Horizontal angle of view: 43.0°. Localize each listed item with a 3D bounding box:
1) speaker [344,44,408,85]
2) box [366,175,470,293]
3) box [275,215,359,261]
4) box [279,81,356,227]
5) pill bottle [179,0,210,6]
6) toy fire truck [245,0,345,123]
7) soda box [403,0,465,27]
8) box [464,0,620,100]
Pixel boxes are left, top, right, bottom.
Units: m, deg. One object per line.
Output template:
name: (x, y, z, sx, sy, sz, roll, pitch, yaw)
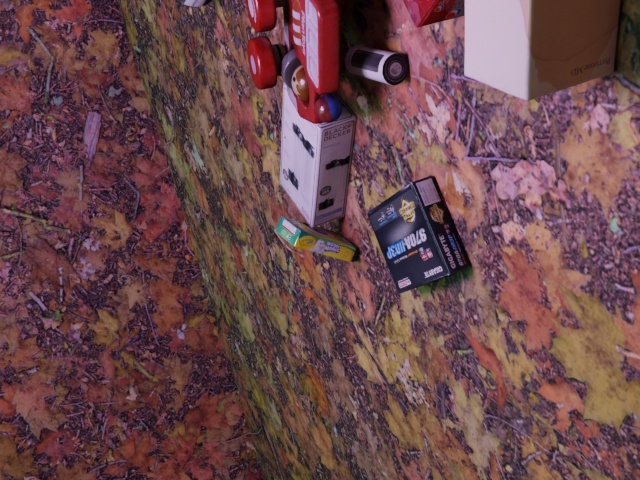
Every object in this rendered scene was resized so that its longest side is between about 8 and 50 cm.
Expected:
speaker: (0.097, -0.309, 1.425, 0.136, 0.055, 0.055, 35, 140, 57)
box: (0.175, -0.005, 1.501, 0.175, 0.051, 0.220, 68, 158, 5)
box: (0.000, 0.000, 1.809, 0.105, 0.179, 0.043, 37, 106, 55)
box: (-0.011, -0.190, 1.745, 0.169, 0.087, 0.290, 54, 154, 36)
pill bottle: (-0.279, -0.656, 1.931, 0.245, 0.130, 0.131, -10, 99, 69)
toy fire truck: (-0.026, -0.344, 1.478, 0.302, 0.169, 0.254, 91, 162, -44)
soda box: (0.134, -0.445, 1.165, 0.263, 0.092, 0.083, 66, 157, 12)
box: (0.251, -0.332, 0.911, 0.121, 0.148, 0.311, 41, 146, 51)
